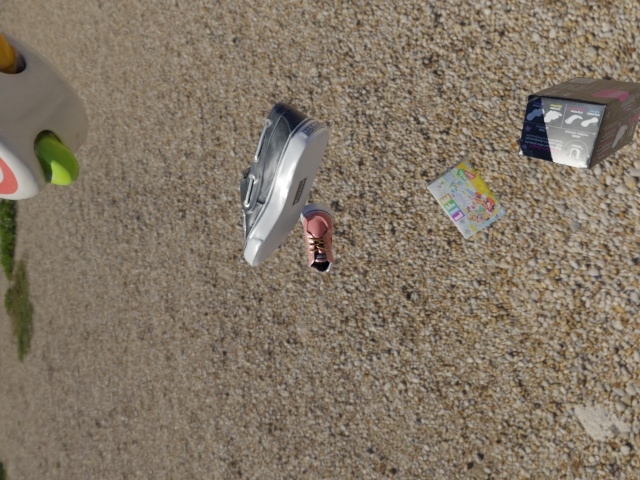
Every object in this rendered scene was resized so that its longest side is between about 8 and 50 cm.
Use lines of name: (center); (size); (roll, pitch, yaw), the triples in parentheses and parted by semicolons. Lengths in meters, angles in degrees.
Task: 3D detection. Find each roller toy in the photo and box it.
roller toy: (-0.414, -0.164, 0.559); (0.191, 0.209, 0.146); (-2, 50, 30)

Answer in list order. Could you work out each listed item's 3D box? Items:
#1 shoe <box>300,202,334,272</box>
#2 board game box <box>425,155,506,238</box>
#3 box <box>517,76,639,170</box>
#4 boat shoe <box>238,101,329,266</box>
shoe: (0.000, 0.000, 0.879); (0.063, 0.178, 0.081); (-7, 64, 2)
board game box: (0.320, -0.092, 0.964); (0.103, 0.026, 0.154); (-36, 104, 19)
box: (0.588, -0.271, 0.990); (0.163, 0.247, 0.142); (28, 132, 42)
boat shoe: (-0.086, -0.083, 0.729); (0.102, 0.108, 0.301); (38, 134, 13)
